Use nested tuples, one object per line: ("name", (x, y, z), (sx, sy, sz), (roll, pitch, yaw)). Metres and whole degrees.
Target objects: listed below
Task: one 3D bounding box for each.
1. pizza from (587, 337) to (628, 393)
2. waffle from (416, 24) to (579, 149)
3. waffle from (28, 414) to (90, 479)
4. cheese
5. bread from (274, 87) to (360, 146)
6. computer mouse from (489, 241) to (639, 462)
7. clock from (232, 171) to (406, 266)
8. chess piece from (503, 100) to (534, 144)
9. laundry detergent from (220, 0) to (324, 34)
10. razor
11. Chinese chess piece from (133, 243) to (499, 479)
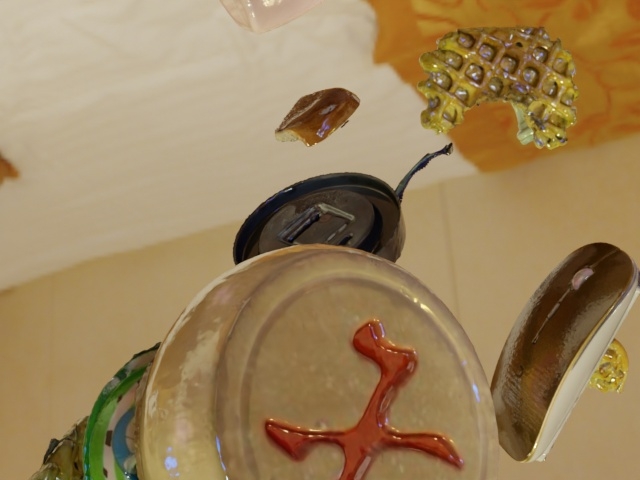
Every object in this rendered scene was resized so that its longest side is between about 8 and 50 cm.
("pizza", (0.401, 0.199, 1.763), (0.108, 0.026, 0.123), (-23, 131, -2))
("waffle", (0.210, -0.176, 1.411), (0.194, 0.149, 0.051), (-5, -175, -8))
("waffle", (-0.195, 0.329, 1.246), (0.297, 0.317, 0.073), (49, 130, -10))
("cheese", (-0.101, 0.175, 1.151), (0.320, 0.204, 0.083), (-39, -166, -35))
("bread", (-0.012, -0.201, 1.918), (0.126, 0.129, 0.044), (4, 137, 45))
("computer mouse", (0.244, 0.112, 1.255), (0.056, 0.245, 0.126), (24, -169, -23))
("clock", (0.000, 0.000, 1.469), (0.214, 0.215, 0.042), (-11, 128, 16))
("chess piece", (0.312, -0.230, 1.928), (0.059, 0.149, 0.059), (-28, -178, 1))
("laundry detergent", (0.014, -0.390, 1.449), (0.335, 0.159, 0.088), (-38, -160, -16))
("razor", (0.136, -0.088, 1.771), (0.154, 0.028, 0.044), (-48, 170, 3))
("Chinese chess piece", (0.002, 0.172, 1.064), (0.338, 0.338, 0.140), (12, 159, -34))
